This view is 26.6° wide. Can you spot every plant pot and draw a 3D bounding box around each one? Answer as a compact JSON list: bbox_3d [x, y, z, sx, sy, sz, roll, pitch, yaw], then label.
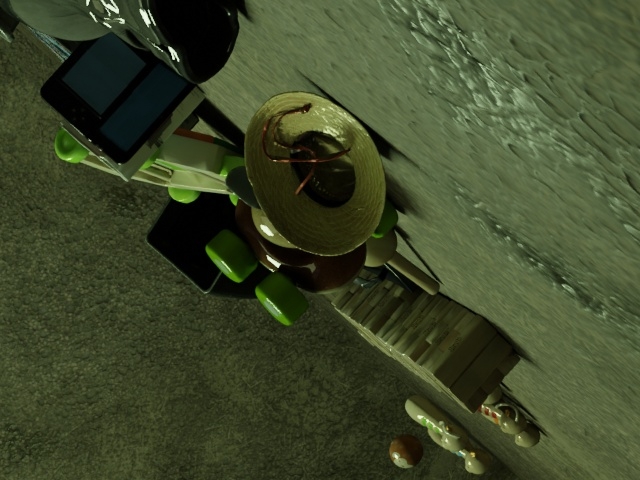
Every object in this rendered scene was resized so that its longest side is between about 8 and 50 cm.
[{"bbox_3d":[-0.123,-0.013,2.116,0.167,0.187,0.188,27,-173,-46],"label":"plant pot"}]

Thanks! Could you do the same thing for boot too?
[{"bbox_3d":[-0.165,-0.196,1.116,0.222,0.118,0.338,35,179,11],"label":"boot"}]

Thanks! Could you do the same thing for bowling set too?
[{"bbox_3d":[0.222,0.306,2.126,0.154,0.200,0.287,35,177,42],"label":"bowling set"}]

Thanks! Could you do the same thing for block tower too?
[{"bbox_3d":[0.123,0.112,1.701,0.091,0.097,0.335,44,176,-24],"label":"block tower"}]

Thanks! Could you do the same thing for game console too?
[{"bbox_3d":[-0.229,-0.179,1.545,0.124,0.144,0.085,43,174,-15],"label":"game console"}]

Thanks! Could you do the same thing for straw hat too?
[{"bbox_3d":[0.009,-0.064,1.144,0.144,0.144,0.061,40,-147,16],"label":"straw hat"}]

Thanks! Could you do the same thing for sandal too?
[{"bbox_3d":[0.024,0.020,1.715,0.254,0.054,0.097,24,167,39],"label":"sandal"}]

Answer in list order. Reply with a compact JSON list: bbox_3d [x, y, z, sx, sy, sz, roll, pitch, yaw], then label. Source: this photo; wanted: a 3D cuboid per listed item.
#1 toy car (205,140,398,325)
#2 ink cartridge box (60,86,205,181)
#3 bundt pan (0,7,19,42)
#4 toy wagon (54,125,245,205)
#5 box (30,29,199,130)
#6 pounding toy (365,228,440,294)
[{"bbox_3d":[-0.033,-0.041,1.278,0.149,0.155,0.188,38,165,30],"label":"toy car"},{"bbox_3d":[-0.239,-0.164,1.716,0.109,0.150,0.063,38,173,41],"label":"ink cartridge box"},{"bbox_3d":[-0.420,-0.370,1.462,0.331,0.124,0.331,40,175,4],"label":"bundt pan"},{"bbox_3d":[-0.183,-0.104,1.862,0.344,0.068,0.267,7,173,33],"label":"toy wagon"},{"bbox_3d":[-0.343,-0.285,1.940,0.295,0.073,0.293,39,174,31],"label":"box"},{"bbox_3d":[0.000,0.000,1.557,0.237,0.110,0.183,39,175,34],"label":"pounding toy"}]
